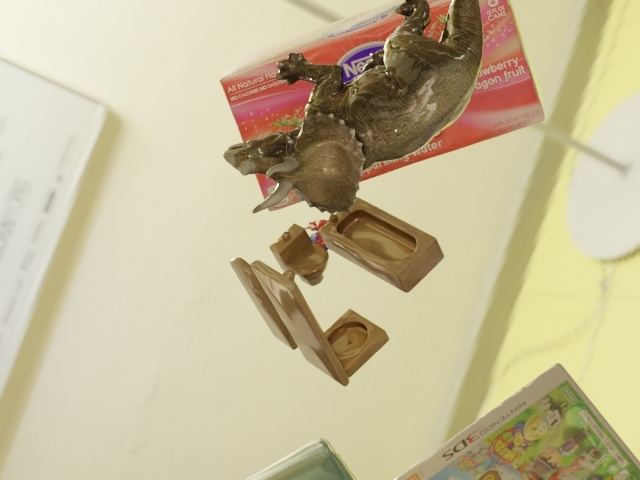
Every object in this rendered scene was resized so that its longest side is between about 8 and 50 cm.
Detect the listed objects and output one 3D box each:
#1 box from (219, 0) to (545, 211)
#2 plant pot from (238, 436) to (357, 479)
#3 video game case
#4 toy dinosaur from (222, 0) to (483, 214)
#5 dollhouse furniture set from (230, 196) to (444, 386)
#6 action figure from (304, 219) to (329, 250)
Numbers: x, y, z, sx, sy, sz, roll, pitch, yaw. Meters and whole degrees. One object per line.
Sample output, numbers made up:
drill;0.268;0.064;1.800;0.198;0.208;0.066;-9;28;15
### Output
box;0.066;-0.159;1.585;0.300;0.154;0.142;-17;14;10
plant pot;-0.065;0.393;1.566;0.334;0.341;0.341;-34;26;-2
video game case;0.176;0.219;1.345;0.193;0.023;0.212;-36;31;3
toy dinosaur;0.063;-0.123;1.320;0.313;0.121;0.160;-29;44;-3
dollhouse furniture set;0.008;0.007;1.316;0.151;0.123;0.144;-43;42;-16
action figure;0.000;0.000;1.499;0.030;0.038;0.115;-57;9;-32
